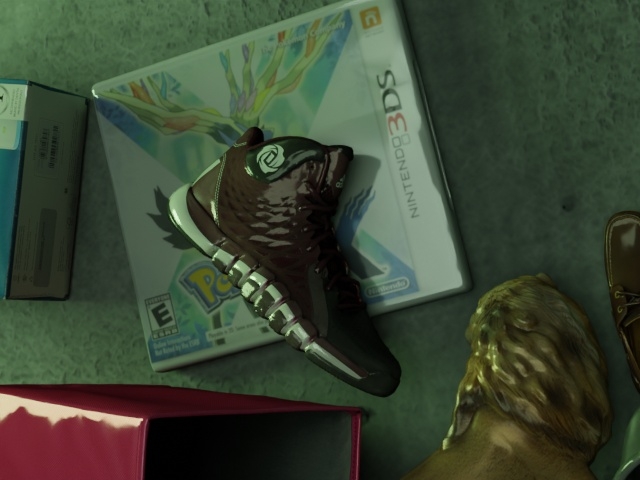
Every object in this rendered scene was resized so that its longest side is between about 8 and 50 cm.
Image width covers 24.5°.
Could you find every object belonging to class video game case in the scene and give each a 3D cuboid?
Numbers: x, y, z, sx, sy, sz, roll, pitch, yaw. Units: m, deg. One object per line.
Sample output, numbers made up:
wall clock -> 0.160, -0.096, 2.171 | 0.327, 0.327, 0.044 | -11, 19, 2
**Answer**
video game case -> -0.045, -0.055, 1.424 | 0.329, 0.036, 0.300 | -16, 81, 18

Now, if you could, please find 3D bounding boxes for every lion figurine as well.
lion figurine -> 0.116, 0.224, 1.246 | 0.392, 0.142, 0.240 | -40, 98, -17

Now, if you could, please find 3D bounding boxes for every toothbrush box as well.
toothbrush box -> -0.403, -0.058, 1.505 | 0.296, 0.126, 0.216 | 6, 89, 21

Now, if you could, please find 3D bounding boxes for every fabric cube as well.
fabric cube -> -0.146, 0.261, 1.286 | 0.258, 0.254, 0.259 | 1, 88, 42

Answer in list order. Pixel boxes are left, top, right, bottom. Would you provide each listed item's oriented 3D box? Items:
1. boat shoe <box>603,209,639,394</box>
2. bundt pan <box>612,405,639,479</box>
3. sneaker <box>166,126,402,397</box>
boat shoe -> 0.286, 0.058, 1.287 | 0.064, 0.060, 0.178 | -13, 82, 18
bundt pan -> 0.386, 0.182, 1.151 | 0.331, 0.124, 0.330 | 4, 124, 6
sneaker -> 0.000, 0.000, 1.333 | 0.281, 0.106, 0.162 | 43, 97, 17
